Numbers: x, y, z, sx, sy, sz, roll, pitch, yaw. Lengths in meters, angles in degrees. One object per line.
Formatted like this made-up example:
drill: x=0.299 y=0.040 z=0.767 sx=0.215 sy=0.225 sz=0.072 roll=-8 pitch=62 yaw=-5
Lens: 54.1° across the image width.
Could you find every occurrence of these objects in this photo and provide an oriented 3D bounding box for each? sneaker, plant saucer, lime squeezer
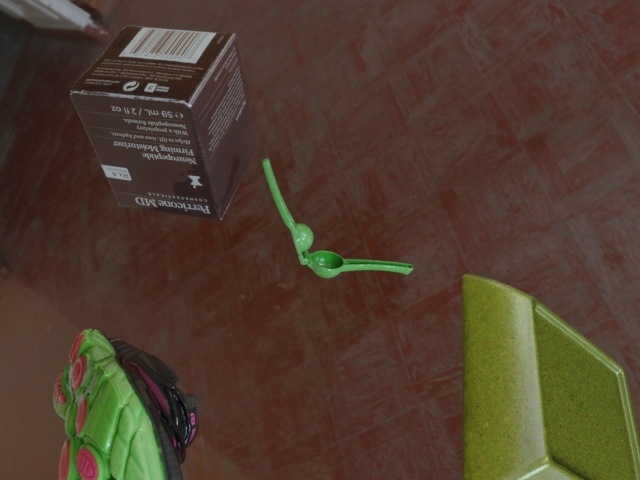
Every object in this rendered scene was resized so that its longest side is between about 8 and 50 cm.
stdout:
sneaker: x=-0.249 y=0.254 z=0.879 sx=0.185 sy=0.202 sz=0.483 roll=-67 pitch=28 yaw=5
plant saucer: x=0.185 y=0.132 z=0.471 sx=0.045 sy=0.188 sz=0.188 roll=-33 pitch=33 yaw=39
lime squeezer: x=0.000 y=0.000 z=1.010 sx=0.110 sy=0.310 sz=0.059 roll=-39 pitch=24 yaw=37

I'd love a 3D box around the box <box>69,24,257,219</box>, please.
box: x=-0.203 y=-0.164 z=0.871 sx=0.168 sy=0.203 sz=0.167 roll=8 pitch=49 yaw=13
